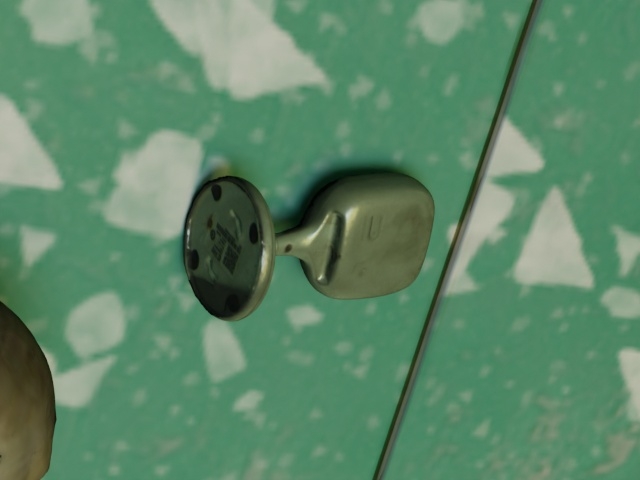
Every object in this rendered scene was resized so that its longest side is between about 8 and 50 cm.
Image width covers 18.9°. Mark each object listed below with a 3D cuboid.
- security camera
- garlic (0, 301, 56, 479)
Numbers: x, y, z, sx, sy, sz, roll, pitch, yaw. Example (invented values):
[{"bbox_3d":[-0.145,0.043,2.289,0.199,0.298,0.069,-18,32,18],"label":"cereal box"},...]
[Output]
[{"bbox_3d":[0.000,0.000,0.734,0.092,0.058,0.058,-2,116,-37],"label":"security camera"},{"bbox_3d":[-0.200,0.081,0.617,0.227,0.152,0.228,-7,103,-30],"label":"garlic"}]
